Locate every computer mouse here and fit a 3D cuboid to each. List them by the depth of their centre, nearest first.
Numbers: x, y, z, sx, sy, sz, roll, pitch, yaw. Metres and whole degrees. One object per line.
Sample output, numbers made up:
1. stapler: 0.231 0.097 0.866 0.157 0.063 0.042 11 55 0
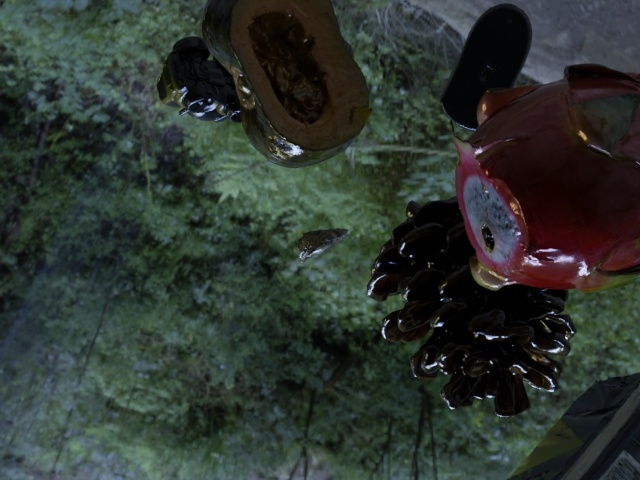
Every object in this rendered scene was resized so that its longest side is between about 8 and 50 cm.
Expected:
1. computer mouse: 0.351 -0.360 1.789 0.137 0.086 0.270 24 101 6

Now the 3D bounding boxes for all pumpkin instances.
1. pumpkin: -0.039 -0.278 1.328 0.221 0.139 0.317 -29 99 -19

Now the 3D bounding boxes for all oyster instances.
1. oyster: 0.000 0.000 1.359 0.083 0.038 0.081 -27 164 -14

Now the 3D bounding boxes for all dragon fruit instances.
1. dragon fruit: 0.238 -0.057 0.792 0.227 0.224 0.224 -14 129 -17

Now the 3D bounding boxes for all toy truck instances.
1. toy truck: -0.237 -0.303 1.714 0.165 0.147 0.224 -25 164 35

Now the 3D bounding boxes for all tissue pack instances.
1. tissue pack: 0.477 0.431 1.384 0.264 0.416 0.253 52 152 0

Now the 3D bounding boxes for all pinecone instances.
1. pinecone: 0.187 0.067 1.014 0.244 0.309 0.244 -12 144 -9
